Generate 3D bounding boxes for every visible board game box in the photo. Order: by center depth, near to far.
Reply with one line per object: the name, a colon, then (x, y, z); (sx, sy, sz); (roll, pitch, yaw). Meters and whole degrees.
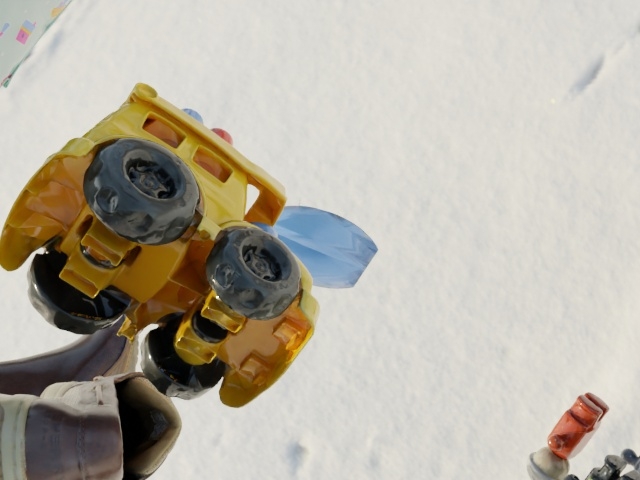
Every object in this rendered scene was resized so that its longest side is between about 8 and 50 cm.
board game box: (0.000, 0.000, 1.239); (0.133, 0.169, 0.033); (21, 56, -5)

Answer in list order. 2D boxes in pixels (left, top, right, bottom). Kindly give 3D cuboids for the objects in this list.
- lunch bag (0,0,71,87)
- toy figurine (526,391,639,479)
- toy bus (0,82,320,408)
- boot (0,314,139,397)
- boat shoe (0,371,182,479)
lunch bag: (-0.392, -0.305, 1.076); (0.160, 0.262, 0.223); (26, 76, 33)
toy figurine: (0.378, 0.319, 1.222); (0.213, 0.209, 0.148); (-95, 30, -65)
toy bus: (-0.097, -0.012, 0.749); (0.149, 0.220, 0.211); (-48, 11, 37)
boot: (-0.319, 0.147, 1.124); (0.248, 0.206, 0.090); (-102, 28, -43)
boat shoe: (-0.175, 0.168, 0.814); (0.123, 0.342, 0.123); (-8, 78, -2)
